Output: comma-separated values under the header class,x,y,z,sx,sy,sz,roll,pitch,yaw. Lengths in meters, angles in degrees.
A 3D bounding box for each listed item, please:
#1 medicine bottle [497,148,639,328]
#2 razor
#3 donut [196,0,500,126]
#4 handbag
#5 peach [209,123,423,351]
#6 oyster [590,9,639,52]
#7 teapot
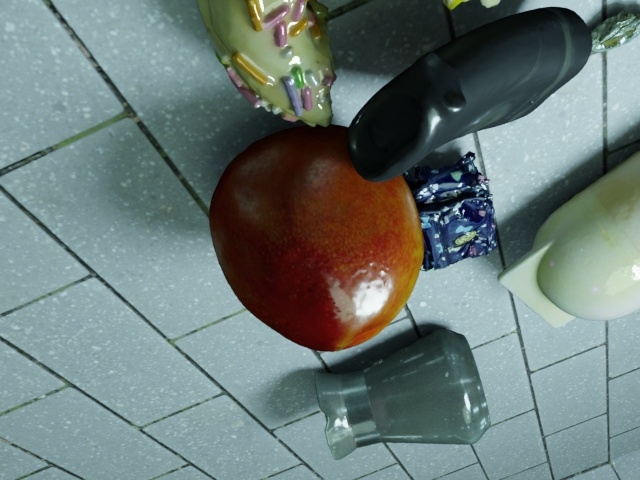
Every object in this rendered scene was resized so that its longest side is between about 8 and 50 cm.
class,x,y,z,sx,sy,sz,roll,pitch,yaw
medicine bottle,0.544,0.006,1.203,0.406,0.235,0.236,-39,135,22
razor,0.187,-0.192,0.838,0.349,0.113,0.204,-27,173,-34
donut,0.030,-0.301,0.739,0.371,0.150,0.307,-32,137,16
handbag,0.217,-0.035,1.135,0.162,0.113,0.260,-15,147,6
peach,0.000,0.000,0.933,0.308,0.332,0.307,-12,149,-7
oyster,0.438,-0.310,0.979,0.100,0.037,0.098,-13,163,-38
teapot,0.179,0.347,1.474,0.344,0.253,0.300,-13,171,5
